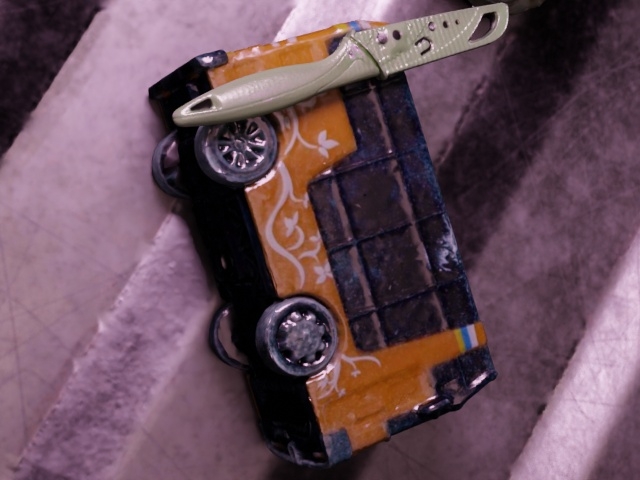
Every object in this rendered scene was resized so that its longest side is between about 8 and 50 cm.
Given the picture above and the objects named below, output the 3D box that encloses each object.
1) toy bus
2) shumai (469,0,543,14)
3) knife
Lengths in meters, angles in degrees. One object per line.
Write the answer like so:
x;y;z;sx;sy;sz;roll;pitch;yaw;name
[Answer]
0.000;0.000;1.002;0.194;0.162;0.323;-20;94;-22;toy bus
0.174;-0.301;1.080;0.184;0.142;0.184;-1;93;-19;shumai
0.022;-0.134;0.929;0.293;0.020;0.043;-18;91;-24;knife
